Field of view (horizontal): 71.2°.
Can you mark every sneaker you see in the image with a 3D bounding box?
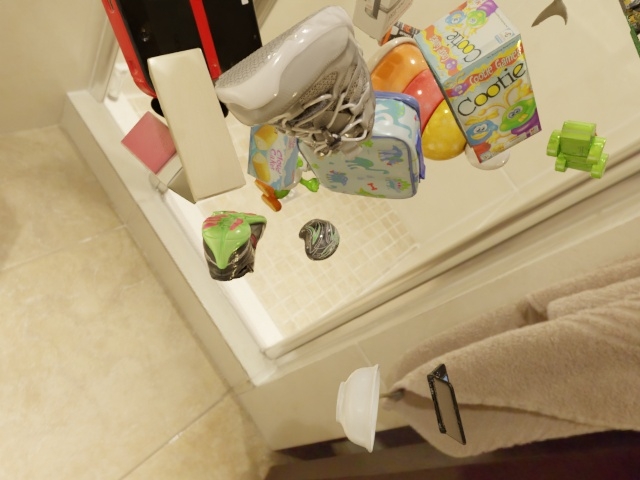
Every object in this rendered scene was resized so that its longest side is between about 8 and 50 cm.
[{"bbox_3d":[0.011,-0.128,0.411,0.115,0.105,0.281,63,26,-9],"label":"sneaker"},{"bbox_3d":[-0.283,0.014,1.434,0.185,0.483,0.202,7,99,2],"label":"sneaker"}]

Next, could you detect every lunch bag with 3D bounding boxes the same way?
[{"bbox_3d":[0.070,-0.138,0.684,0.219,0.176,0.090,48,51,-67],"label":"lunch bag"}]

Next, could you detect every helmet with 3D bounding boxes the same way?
[{"bbox_3d":[0.000,0.000,1.876,0.169,0.169,0.161,10,26,-33],"label":"helmet"}]

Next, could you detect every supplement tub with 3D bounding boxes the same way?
[{"bbox_3d":[0.283,-0.750,1.651,0.197,0.106,0.106,19,52,-5],"label":"supplement tub"}]

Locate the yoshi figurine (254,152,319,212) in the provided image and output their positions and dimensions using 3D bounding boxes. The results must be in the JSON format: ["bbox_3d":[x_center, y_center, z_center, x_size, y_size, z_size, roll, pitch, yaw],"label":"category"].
[{"bbox_3d":[-0.076,-0.272,1.833,0.362,0.203,0.203,-42,103,-16],"label":"yoshi figurine"}]

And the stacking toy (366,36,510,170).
[{"bbox_3d":[0.344,-0.350,1.342,0.480,0.351,0.350,39,42,21],"label":"stacking toy"}]

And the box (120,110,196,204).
[{"bbox_3d":[-0.426,-0.236,1.280,0.232,0.127,0.148,40,-2,22],"label":"box"}]

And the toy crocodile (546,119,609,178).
[{"bbox_3d":[0.642,-0.231,1.104,0.340,0.115,0.105,14,95,-55],"label":"toy crocodile"}]

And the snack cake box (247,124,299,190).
[{"bbox_3d":[-0.155,-0.318,1.511,0.152,0.264,0.089,30,44,19],"label":"snack cake box"}]

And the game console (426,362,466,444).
[{"bbox_3d":[0.261,0.318,0.884,0.107,0.071,0.122,-15,92,-50],"label":"game console"}]

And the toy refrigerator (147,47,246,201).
[{"bbox_3d":[-0.244,-0.221,0.886,0.102,0.094,0.270,-21,96,-17],"label":"toy refrigerator"}]

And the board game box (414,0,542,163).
[{"bbox_3d":[0.315,-0.302,0.874,0.275,0.142,0.144,35,32,-51],"label":"board game box"}]

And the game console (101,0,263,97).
[{"bbox_3d":[-0.298,-0.536,0.973,0.060,0.387,0.342,28,52,36],"label":"game console"}]

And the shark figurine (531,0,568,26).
[{"bbox_3d":[0.545,-0.639,1.083,0.278,0.116,0.166,-6,103,-62],"label":"shark figurine"}]

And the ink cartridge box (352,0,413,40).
[{"bbox_3d":[0.162,-0.596,1.014,0.092,0.218,0.158,37,73,5],"label":"ink cartridge box"}]

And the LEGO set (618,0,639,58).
[{"bbox_3d":[0.886,-0.630,1.116,0.255,0.192,0.331,20,56,-58],"label":"LEGO set"}]

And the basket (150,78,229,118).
[{"bbox_3d":[-0.343,-0.455,1.221,0.204,0.154,0.227,1,72,1],"label":"basket"}]

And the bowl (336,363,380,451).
[{"bbox_3d":[0.133,0.587,1.601,0.134,0.298,0.298,4,51,13],"label":"bowl"}]
